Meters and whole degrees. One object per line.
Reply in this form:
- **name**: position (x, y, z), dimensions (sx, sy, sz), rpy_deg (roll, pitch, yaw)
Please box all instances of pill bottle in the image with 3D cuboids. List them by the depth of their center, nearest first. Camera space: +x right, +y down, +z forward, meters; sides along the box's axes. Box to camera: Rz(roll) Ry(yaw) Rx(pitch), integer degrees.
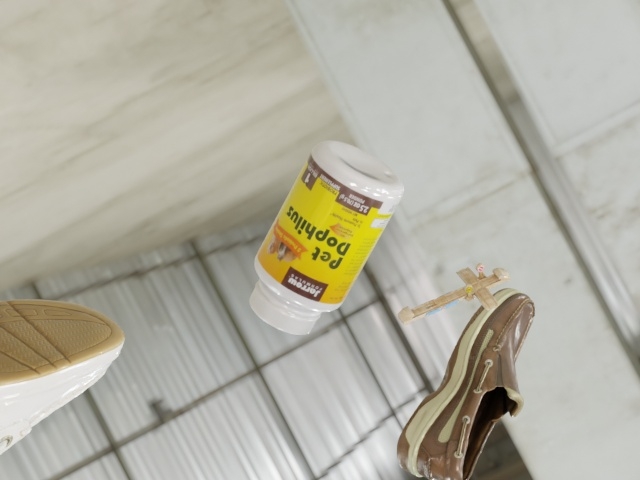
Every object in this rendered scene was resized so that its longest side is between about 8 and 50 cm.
- **pill bottle**: position (0.000, 0.000, 1.559), dimensions (0.215, 0.117, 0.117), rpy_deg (-62, 165, 20)

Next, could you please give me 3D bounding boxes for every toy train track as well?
- **toy train track**: position (0.092, 0.036, 0.932), dimensions (0.083, 0.014, 0.048), rpy_deg (-23, -141, -10)

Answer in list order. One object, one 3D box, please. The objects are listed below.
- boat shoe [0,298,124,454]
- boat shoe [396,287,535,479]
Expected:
- **boat shoe**: position (-0.249, 0.117, 0.871), dimensions (0.277, 0.096, 0.098), rpy_deg (-20, -144, -42)
- **boat shoe**: position (0.191, 0.170, 1.525), dimensions (0.095, 0.095, 0.257), rpy_deg (19, -117, 33)
